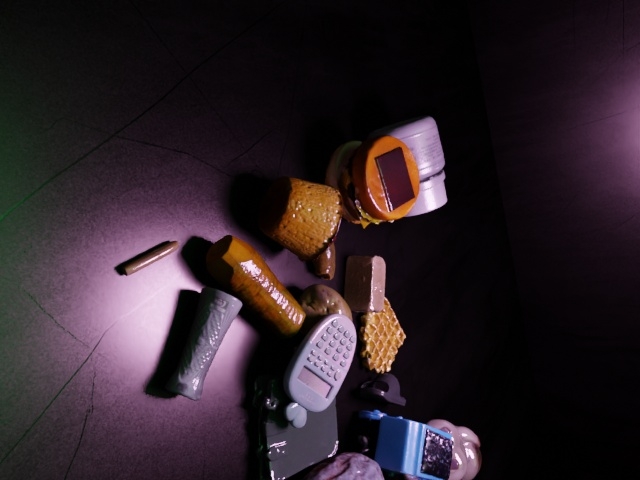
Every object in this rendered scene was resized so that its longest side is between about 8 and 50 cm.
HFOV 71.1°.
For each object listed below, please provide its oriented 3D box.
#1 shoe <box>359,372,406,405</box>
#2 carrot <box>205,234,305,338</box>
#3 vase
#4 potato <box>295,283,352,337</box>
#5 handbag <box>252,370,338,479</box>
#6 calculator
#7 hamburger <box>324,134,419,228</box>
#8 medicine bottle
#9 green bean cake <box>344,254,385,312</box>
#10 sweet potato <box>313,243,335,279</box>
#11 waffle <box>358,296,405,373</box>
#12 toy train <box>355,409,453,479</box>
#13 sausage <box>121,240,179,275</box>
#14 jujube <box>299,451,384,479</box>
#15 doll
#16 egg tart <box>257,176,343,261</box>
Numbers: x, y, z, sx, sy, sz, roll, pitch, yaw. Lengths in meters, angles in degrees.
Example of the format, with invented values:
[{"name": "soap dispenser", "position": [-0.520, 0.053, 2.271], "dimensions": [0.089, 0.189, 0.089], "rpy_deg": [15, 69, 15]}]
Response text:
[{"name": "shoe", "position": [0.209, 0.484, 1.471], "dimensions": [0.241, 0.108, 0.093], "rpy_deg": [39, 57, -50]}, {"name": "carrot", "position": [-0.149, 0.112, 1.064], "dimensions": [0.302, 0.114, 0.114], "rpy_deg": [53, 48, -36]}, {"name": "vase", "position": [-0.248, 0.218, 0.946], "dimensions": [0.096, 0.096, 0.219], "rpy_deg": [41, 58, -41]}, {"name": "potato", "position": [0.010, 0.213, 1.235], "dimensions": [0.154, 0.137, 0.200], "rpy_deg": [-51, 128, -8]}, {"name": "handbag", "position": [-0.062, 0.459, 1.156], "dimensions": [0.260, 0.079, 0.247], "rpy_deg": [6, 80, -50]}, {"name": "calculator", "position": [-0.004, 0.320, 1.121], "dimensions": [0.184, 0.042, 0.295], "rpy_deg": [47, 65, -35]}, {"name": "hamburger", "position": [0.153, -0.181, 1.383], "dimensions": [0.291, 0.225, 0.291], "rpy_deg": [5, 83, -44]}, {"name": "medicine bottle", "position": [0.311, -0.259, 1.574], "dimensions": [0.245, 0.245, 0.306], "rpy_deg": [-34, 112, -48]}, {"name": "green bean cake", "position": [0.140, 0.139, 1.421], "dimensions": [0.085, 0.109, 0.179], "rpy_deg": [19, 71, -48]}, {"name": "sweet potato", "position": [0.000, 0.000, 1.291], "dimensions": [0.077, 0.077, 0.243], "rpy_deg": [-21, 103, -50]}, {"name": "waffle", "position": [0.189, 0.324, 1.499], "dimensions": [0.219, 0.057, 0.229], "rpy_deg": [-53, 124, -40]}, {"name": "toy train", "position": [0.253, 0.636, 1.376], "dimensions": [0.300, 0.265, 0.188], "rpy_deg": [36, 59, -41]}, {"name": "sausage", "position": [-0.339, 0.033, 0.905], "dimensions": [0.132, 0.024, 0.024], "rpy_deg": [-36, 113, -46]}, {"name": "jujube", "position": [0.039, 0.676, 1.141], "dimensions": [0.308, 0.215, 0.246], "rpy_deg": [9, 101, -58]}, {"name": "doll", "position": [0.479, 0.799, 1.682], "dimensions": [0.370, 0.226, 0.215], "rpy_deg": [22, 34, -43]}, {"name": "egg tart", "position": [-0.055, -0.061, 1.145], "dimensions": [0.171, 0.215, 0.215], "rpy_deg": [20, 69, -32]}]
